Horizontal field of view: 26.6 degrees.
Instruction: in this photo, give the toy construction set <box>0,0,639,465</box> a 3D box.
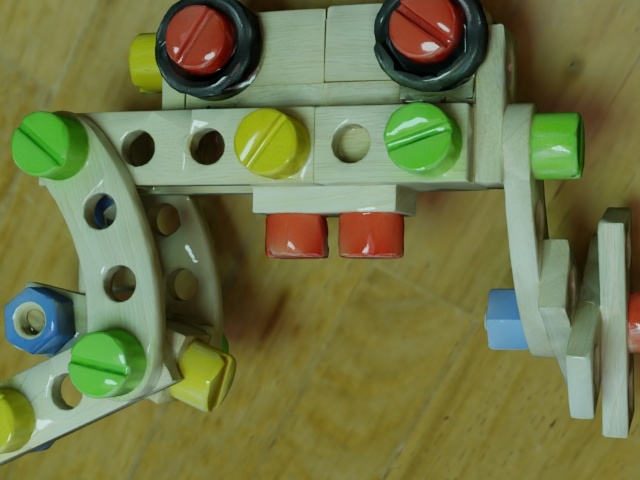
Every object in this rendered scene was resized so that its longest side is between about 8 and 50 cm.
[{"bbox_3d":[0.000,0.000,0.616,0.328,0.151,0.215,1,86,4],"label":"toy construction set"}]
